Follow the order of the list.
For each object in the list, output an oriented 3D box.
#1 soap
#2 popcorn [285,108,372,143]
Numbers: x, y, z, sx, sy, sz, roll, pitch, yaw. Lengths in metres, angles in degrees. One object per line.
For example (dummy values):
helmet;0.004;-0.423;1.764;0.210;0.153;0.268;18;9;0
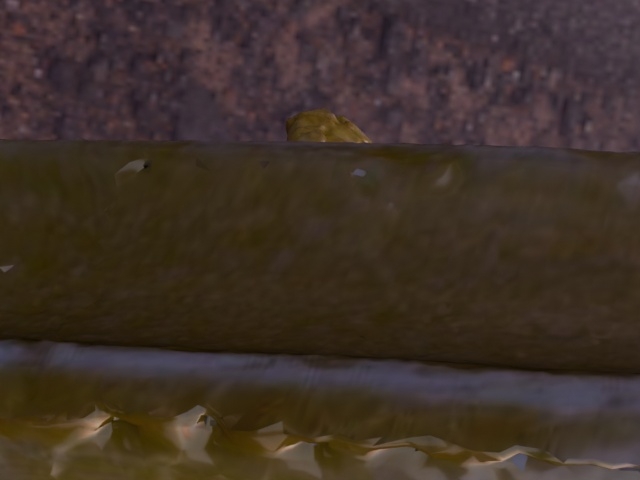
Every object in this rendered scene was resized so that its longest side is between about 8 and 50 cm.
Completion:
soap;0.021;0.117;0.516;0.156;0.335;0.293;-66;151;-51
popcorn;0.000;0.000;0.636;0.084;0.084;0.084;-23;119;-50
